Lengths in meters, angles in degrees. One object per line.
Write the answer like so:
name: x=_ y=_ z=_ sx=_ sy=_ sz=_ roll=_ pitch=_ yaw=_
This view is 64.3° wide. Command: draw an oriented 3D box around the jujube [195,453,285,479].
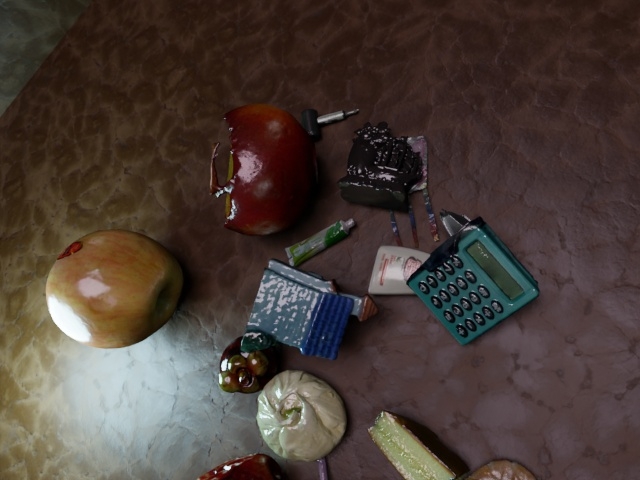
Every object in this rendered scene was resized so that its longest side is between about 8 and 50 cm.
jujube: x=-0.246 y=0.729 z=1.401 sx=0.318 sy=0.223 sz=0.223 roll=-36 pitch=64 yaw=2

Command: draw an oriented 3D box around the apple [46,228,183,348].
apple: x=-0.641 y=0.154 z=1.632 sx=0.346 sy=0.391 sz=0.392 roll=14 pitch=81 yaw=18

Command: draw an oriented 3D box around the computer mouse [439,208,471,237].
computer mouse: x=0.400 y=-0.001 z=1.376 sx=0.231 sy=0.126 sz=0.071 roll=45 pitch=116 yaw=22

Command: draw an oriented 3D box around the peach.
peach: x=-0.160 y=-0.219 z=1.556 sx=0.309 sy=0.335 sz=0.406 roll=3 pitch=70 yaw=-3

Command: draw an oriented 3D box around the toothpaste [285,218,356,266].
toothpaste: x=0.000 y=0.000 z=1.585 sx=0.248 sy=0.047 sz=0.078 roll=-30 pitch=62 yaw=15

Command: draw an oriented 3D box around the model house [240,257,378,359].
model house: x=-0.013 y=0.206 z=1.418 sx=0.329 sy=0.295 sz=0.252 roll=13 pitch=87 yaw=4

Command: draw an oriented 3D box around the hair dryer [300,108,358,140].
hair dryer: x=0.033 y=-0.399 z=1.683 sx=0.197 sy=0.057 sz=0.101 roll=-14 pitch=72 yaw=13

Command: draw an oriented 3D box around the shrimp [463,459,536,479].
shrimp: x=0.386 y=0.660 z=1.215 sx=0.317 sy=0.077 sz=0.168 roll=-43 pitch=66 yaw=4

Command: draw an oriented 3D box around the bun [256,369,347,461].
bun: x=-0.068 y=0.488 z=1.411 sx=0.259 sy=0.160 sz=0.259 roll=-6 pitch=75 yaw=23

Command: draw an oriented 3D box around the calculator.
calculator: x=0.379 y=0.113 z=1.302 sx=0.274 sy=0.058 sz=0.248 roll=-43 pitch=83 yaw=27

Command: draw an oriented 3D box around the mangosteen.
mangosteen: x=-0.213 y=0.369 z=1.486 sx=0.199 sy=0.200 sz=0.200 roll=-6 pitch=73 yaw=21

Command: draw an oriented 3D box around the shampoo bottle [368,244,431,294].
shampoo bottle: x=0.284 y=0.104 z=1.416 sx=0.284 sy=0.071 sz=0.153 roll=10 pitch=81 yaw=27

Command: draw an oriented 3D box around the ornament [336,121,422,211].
ornament: x=0.190 y=-0.236 z=1.535 sx=0.251 sy=0.106 sz=0.261 roll=15 pitch=70 yaw=23

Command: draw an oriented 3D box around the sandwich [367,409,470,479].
sandwich: x=0.240 y=0.535 z=1.284 sx=0.122 sy=0.128 sz=0.235 roll=-52 pitch=55 yaw=6

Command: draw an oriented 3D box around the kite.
kite: x=0.258 y=-0.151 z=1.529 sx=0.204 sy=0.022 sz=0.361 roll=-20 pitch=67 yaw=19

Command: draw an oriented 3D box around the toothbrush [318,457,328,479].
toothbrush: x=0.024 y=0.737 z=1.316 sx=0.024 sy=0.029 sz=0.354 roll=-15 pitch=52 yaw=7
